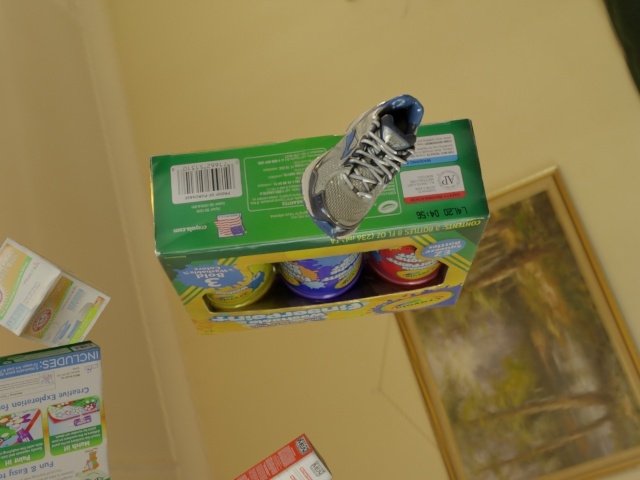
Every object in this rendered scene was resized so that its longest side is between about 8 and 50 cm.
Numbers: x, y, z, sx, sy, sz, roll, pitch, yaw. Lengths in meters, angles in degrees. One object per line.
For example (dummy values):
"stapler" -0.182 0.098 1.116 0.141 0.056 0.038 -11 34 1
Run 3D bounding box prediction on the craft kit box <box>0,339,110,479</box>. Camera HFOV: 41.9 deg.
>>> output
"craft kit box" -0.413 0.277 1.124 0.250 0.061 0.246 -7 -81 -31

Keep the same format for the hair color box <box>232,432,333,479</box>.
"hair color box" -0.061 0.349 1.210 0.072 0.141 0.043 60 176 -35

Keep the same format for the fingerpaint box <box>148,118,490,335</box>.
"fingerpaint box" 0.000 0.000 1.272 0.371 0.445 0.163 88 175 -67

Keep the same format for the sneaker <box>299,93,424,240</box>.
"sneaker" 0.032 -0.057 0.561 0.052 0.058 0.135 41 -132 -14

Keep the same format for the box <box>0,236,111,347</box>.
"box" -0.421 0.088 1.266 0.103 0.114 0.203 29 170 13
